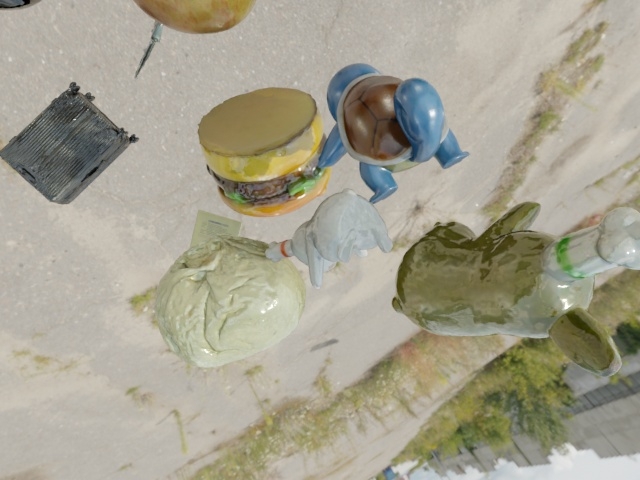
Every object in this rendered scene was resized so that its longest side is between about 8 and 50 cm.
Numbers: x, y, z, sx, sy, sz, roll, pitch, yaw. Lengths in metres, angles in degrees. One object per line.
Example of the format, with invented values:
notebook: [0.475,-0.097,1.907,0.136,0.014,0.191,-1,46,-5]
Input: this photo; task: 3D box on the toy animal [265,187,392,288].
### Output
toy animal: [0.010,0.010,0.820,0.141,0.138,0.282,-23,172,-34]

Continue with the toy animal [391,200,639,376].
toy animal: [0.255,0.052,0.540,0.181,0.181,0.363,-19,-176,-31]

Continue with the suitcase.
suitcase: [-0.805,-0.301,1.369,0.335,0.229,0.152,-46,-172,-3]

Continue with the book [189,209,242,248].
book: [-0.396,-0.001,1.581,0.013,0.168,0.192,-91,-162,-78]

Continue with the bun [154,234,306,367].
bun: [-0.218,0.115,0.997,0.349,0.353,0.227,-44,133,-34]

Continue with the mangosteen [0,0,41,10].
mangosteen: [-0.720,-0.628,0.907,0.275,0.302,0.274,-10,136,-10]

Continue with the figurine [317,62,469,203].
figurine: [0.133,-0.221,0.862,0.298,0.416,0.243,-32,121,0]

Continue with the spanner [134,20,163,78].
spanner: [-0.515,-0.571,1.270,0.026,0.093,0.326,17,160,-31]

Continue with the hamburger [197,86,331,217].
hamburger: [-0.161,-0.259,1.284,0.396,0.395,0.277,-27,136,-13]

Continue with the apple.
apple: [-0.232,-0.500,0.757,0.261,0.260,0.194,-28,168,-12]
